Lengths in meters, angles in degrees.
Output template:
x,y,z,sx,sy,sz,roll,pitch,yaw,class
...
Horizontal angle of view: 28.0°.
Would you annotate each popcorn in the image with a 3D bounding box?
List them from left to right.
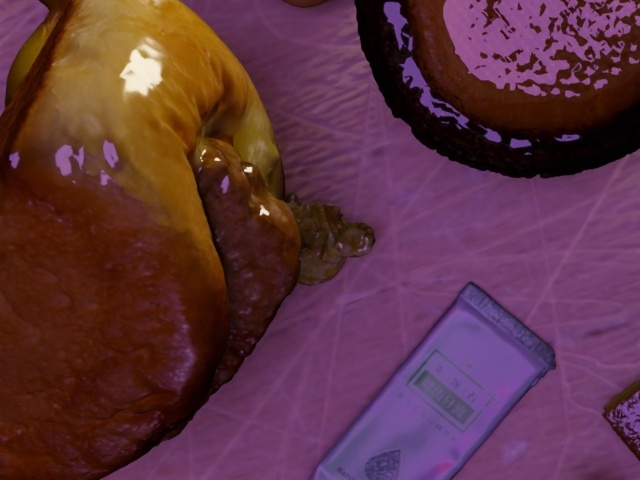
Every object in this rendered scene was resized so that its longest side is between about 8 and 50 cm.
x,y,z,sx,sy,sz,roll,pitch,yaw,class
0.001,0.000,0.926,0.083,0.060,0.068,-8,133,18,popcorn

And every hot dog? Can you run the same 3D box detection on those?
x,y,z,sx,sy,sz,roll,pitch,yaw,class
-0.150,0.033,0.856,0.223,0.185,0.405,27,132,-21,hot dog

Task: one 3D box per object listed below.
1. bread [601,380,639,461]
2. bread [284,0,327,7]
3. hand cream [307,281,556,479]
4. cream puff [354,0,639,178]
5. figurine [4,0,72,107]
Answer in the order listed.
x,y,z,sx,sy,sz,roll,pitch,yaw,class
0.261,0.129,0.897,0.090,0.035,0.094,-41,86,11,bread
-0.039,-0.269,0.891,0.217,0.098,0.147,39,97,4,bread
0.056,0.163,0.941,0.079,0.050,0.275,37,97,-22,hand cream
0.140,-0.160,0.828,0.239,0.165,0.239,1,101,8,cream puff
-0.165,-0.141,0.938,0.122,0.121,0.176,11,87,-18,figurine
